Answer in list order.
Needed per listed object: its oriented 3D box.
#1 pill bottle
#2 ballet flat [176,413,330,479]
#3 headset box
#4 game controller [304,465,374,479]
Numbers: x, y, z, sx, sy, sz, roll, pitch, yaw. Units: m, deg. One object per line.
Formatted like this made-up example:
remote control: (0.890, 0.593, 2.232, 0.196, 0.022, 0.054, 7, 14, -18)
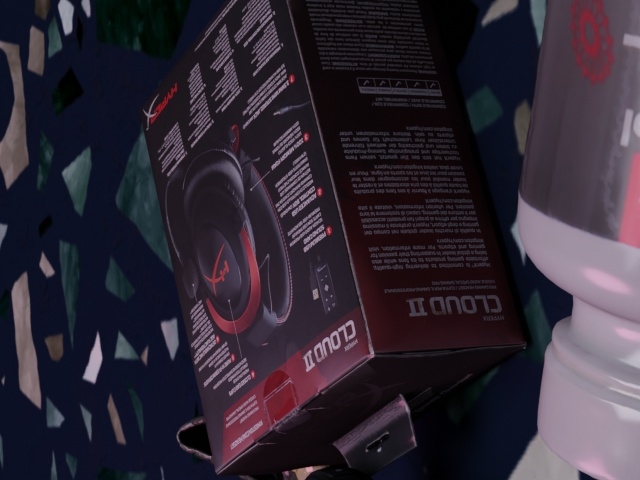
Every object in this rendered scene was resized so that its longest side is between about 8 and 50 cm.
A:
pill bottle: (0.176, -0.061, 0.749, 0.176, 0.176, 0.319, 29, 116, 56)
ballet flat: (-0.044, 0.150, 1.263, 0.173, 0.049, 0.058, -1, 91, 60)
headset box: (0.000, 0.000, 1.121, 0.218, 0.110, 0.293, -43, 55, 53)
game controller: (0.051, 0.254, 0.983, 0.319, 0.067, 0.167, 38, 124, 55)
